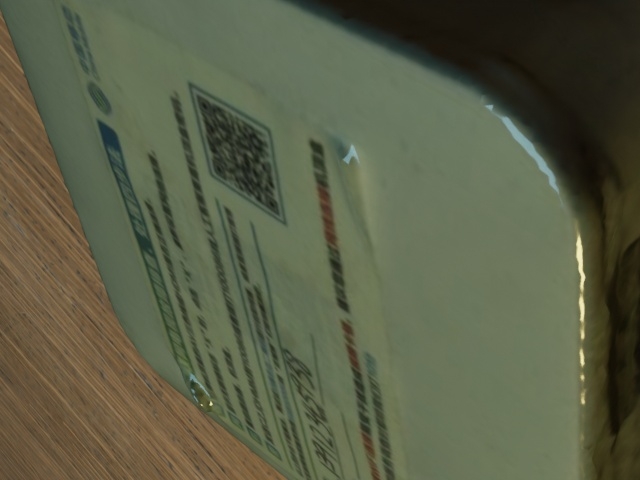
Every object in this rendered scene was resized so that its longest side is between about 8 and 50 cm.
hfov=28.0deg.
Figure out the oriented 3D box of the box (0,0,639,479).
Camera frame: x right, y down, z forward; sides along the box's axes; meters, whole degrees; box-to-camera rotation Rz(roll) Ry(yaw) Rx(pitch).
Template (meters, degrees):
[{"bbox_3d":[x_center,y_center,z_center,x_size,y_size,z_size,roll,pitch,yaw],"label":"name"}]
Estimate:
[{"bbox_3d":[0.001,-0.001,0.653,0.396,0.111,0.396,32,147,35],"label":"box"}]
